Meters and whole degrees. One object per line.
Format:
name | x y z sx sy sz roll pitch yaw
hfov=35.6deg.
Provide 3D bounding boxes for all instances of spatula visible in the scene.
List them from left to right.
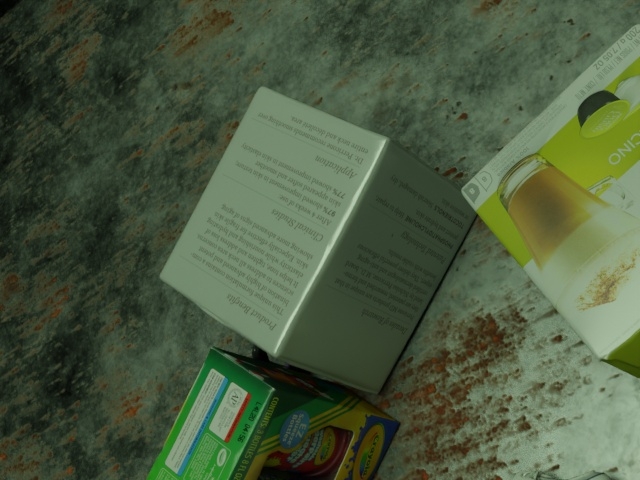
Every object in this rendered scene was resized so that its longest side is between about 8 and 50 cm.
spatula | -0.084 0.224 1.779 0.030 0.296 0.084 0 73 12

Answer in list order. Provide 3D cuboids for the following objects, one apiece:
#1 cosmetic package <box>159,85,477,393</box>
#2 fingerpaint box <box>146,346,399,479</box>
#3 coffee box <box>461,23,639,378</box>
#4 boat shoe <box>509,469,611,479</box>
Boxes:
cosmetic package | 0.000 0.000 1.757 0.329 0.327 0.393 30 92 40
fingerpaint box | -0.110 0.438 1.652 0.163 0.371 0.444 27 90 39
coffee box | 0.479 -0.027 1.405 0.337 0.338 0.334 -45 54 16
boat shoe | 0.319 0.394 1.530 0.258 0.095 0.084 -30 63 24
